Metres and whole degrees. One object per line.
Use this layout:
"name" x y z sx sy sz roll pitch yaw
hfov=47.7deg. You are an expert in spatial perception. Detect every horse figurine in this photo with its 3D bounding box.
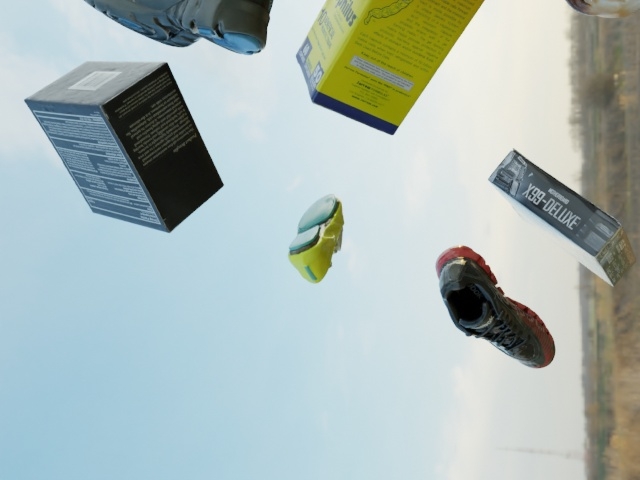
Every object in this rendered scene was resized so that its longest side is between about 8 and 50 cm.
"horse figurine" 0.495 -0.420 1.136 0.066 0.263 0.174 8 -105 -51

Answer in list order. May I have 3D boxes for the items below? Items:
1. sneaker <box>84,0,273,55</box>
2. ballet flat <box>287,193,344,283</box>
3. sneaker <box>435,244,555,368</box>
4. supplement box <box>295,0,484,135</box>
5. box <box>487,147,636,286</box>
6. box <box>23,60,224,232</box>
"sneaker" -0.181 -0.332 0.943 0.125 0.341 0.139 15 -86 -55
"ballet flat" 0.000 0.000 1.149 0.077 0.077 0.231 61 -160 -16
"sneaker" 0.298 0.136 1.241 0.276 0.098 0.135 46 -151 -9
"supplement box" 0.129 -0.415 1.357 0.356 0.195 0.194 -56 30 29
"box" 0.471 -0.036 1.391 0.076 0.242 0.307 -52 -30 7
"box" -0.398 -0.200 1.488 0.183 0.296 0.294 -45 -50 -32
